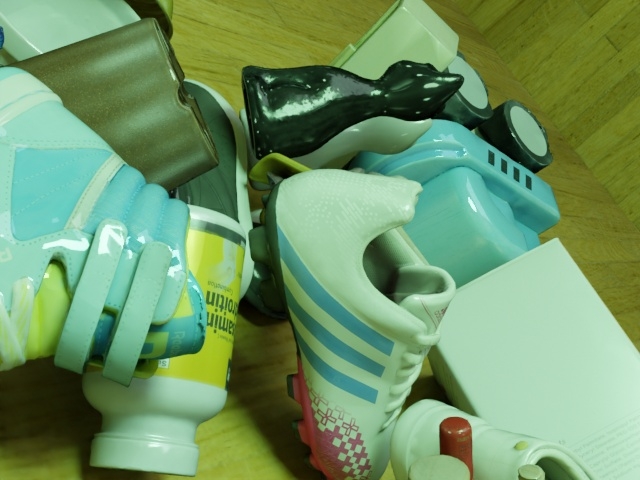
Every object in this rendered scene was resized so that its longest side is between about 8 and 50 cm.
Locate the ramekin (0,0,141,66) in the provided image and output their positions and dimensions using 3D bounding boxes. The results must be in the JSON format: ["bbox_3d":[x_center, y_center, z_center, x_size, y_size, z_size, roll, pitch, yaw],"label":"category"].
[{"bbox_3d":[-0.256,-0.172,0.891,0.207,0.109,0.207,37,26,-22],"label":"ramekin"}]

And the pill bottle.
[{"bbox_3d":[-0.113,0.072,0.695,0.103,0.103,0.184,21,69,-44],"label":"pill bottle"}]

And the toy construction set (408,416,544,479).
[{"bbox_3d":[0.040,0.288,0.608,0.309,0.257,0.237,-33,125,-49],"label":"toy construction set"}]

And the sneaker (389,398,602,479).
[{"bbox_3d":[0.172,0.269,0.769,0.108,0.169,0.292,-38,112,-27],"label":"sneaker"}]

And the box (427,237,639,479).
[{"bbox_3d":[0.259,0.209,0.983,0.345,0.168,0.215,61,-3,27],"label":"box"}]

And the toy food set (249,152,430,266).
[{"bbox_3d":[0.000,0.000,0.871,0.218,0.071,0.128,29,-19,49],"label":"toy food set"}]

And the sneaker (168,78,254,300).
[{"bbox_3d":[-0.151,-0.077,0.919,0.147,0.104,0.296,31,33,-41],"label":"sneaker"}]

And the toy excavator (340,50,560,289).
[{"bbox_3d":[0.223,0.042,1.277,0.433,0.222,0.445,27,46,-39],"label":"toy excavator"}]

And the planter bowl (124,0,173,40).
[{"bbox_3d":[-0.228,-0.303,1.006,0.217,0.090,0.217,26,-14,7],"label":"planter bowl"}]

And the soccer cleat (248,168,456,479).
[{"bbox_3d":[0.044,0.089,0.788,0.116,0.143,0.331,-75,157,-50],"label":"soccer cleat"}]

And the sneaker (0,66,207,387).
[{"bbox_3d":[-0.184,0.047,0.539,0.208,0.127,0.319,33,52,2],"label":"sneaker"}]

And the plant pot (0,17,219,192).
[{"bbox_3d":[-0.176,-0.082,0.747,0.167,0.165,0.167,-23,90,-90],"label":"plant pot"}]

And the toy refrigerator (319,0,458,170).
[{"bbox_3d":[0.034,-0.168,1.154,0.094,0.269,0.102,42,26,-11],"label":"toy refrigerator"}]

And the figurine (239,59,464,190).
[{"bbox_3d":[0.026,-0.122,1.007,0.215,0.209,0.092,122,-41,-79],"label":"figurine"}]

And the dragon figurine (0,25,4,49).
[{"bbox_3d":[-0.299,-0.187,0.611,0.085,0.144,0.289,2,50,-57],"label":"dragon figurine"}]

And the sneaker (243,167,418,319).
[{"bbox_3d":[0.010,-0.019,1.050,0.122,0.146,0.330,51,27,5],"label":"sneaker"}]
